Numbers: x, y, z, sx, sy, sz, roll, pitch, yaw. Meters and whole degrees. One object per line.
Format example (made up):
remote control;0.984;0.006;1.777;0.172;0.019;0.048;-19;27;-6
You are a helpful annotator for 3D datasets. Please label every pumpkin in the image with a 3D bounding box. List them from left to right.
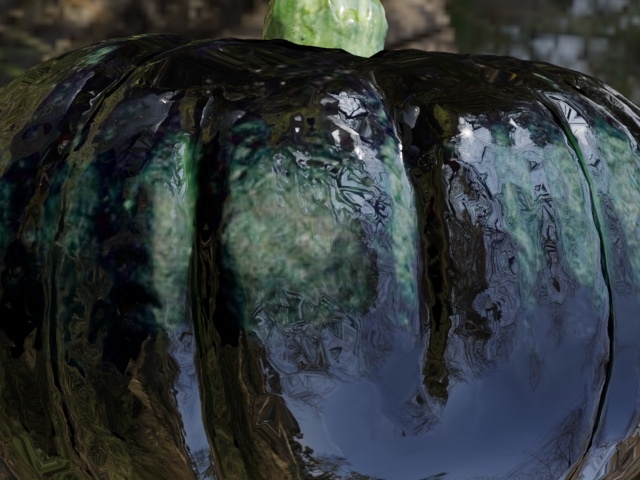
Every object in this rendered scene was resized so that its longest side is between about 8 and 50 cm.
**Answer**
pumpkin;0.000;0.014;0.453;0.194;0.194;0.150;-57;151;-58
